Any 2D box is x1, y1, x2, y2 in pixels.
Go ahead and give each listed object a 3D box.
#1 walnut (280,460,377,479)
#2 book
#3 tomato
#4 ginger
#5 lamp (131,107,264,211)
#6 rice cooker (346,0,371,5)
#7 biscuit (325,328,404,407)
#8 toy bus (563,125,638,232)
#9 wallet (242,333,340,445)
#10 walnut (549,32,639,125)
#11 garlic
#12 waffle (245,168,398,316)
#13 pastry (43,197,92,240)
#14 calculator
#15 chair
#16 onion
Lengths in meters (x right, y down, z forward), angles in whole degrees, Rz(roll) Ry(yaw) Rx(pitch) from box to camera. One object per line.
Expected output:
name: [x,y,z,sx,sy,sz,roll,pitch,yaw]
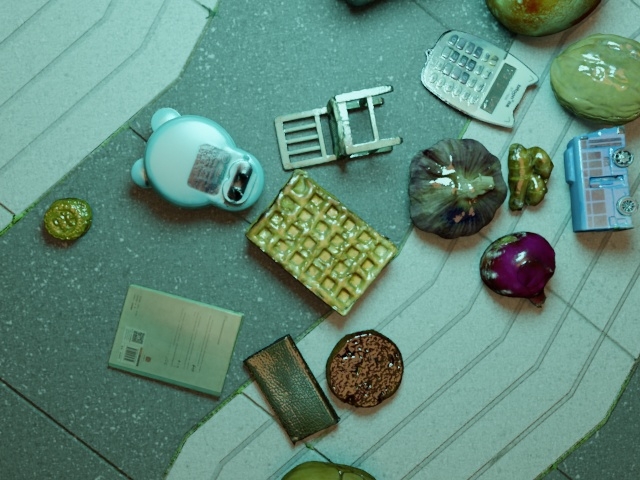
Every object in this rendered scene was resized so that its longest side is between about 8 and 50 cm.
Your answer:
walnut: [0.036,0.607,1.311,0.297,0.203,0.203,11,92,-19]
book: [-0.347,0.239,1.367,0.282,0.025,0.215,17,93,-1]
tomato: [0.482,-0.579,1.262,0.270,0.222,0.270,4,80,-24]
ginger: [0.495,-0.150,1.354,0.103,0.073,0.162,1,98,12]
lamp: [-0.265,-0.165,1.292,0.284,0.147,0.209,22,93,6]
rice cooker: [0.141,-0.668,1.228,0.316,0.264,0.317,-7,63,13]
biscuit: [0.105,0.307,1.372,0.192,0.049,0.192,0,89,-7]
toy bus: [0.639,-0.136,1.316,0.133,0.116,0.234,-4,86,12]
wallet: [-0.069,0.358,1.374,0.132,0.039,0.243,-31,93,6]
walnut: [0.643,-0.362,1.288,0.245,0.198,0.198,28,91,15]
garlic: [0.309,-0.120,1.303,0.244,0.160,0.245,0,93,-1]
waffle: [0.000,0.000,1.336,0.308,0.091,0.213,39,90,-4]
pastry: [-0.588,-0.051,1.336,0.097,0.057,0.109,44,93,-8]
calculator: [0.367,-0.386,1.355,0.268,0.040,0.177,30,91,-2]
chair: [0.035,-0.252,1.300,0.270,0.147,0.136,-10,93,-3]
onion: [0.479,0.079,1.328,0.173,0.135,0.198,-38,94,3]
